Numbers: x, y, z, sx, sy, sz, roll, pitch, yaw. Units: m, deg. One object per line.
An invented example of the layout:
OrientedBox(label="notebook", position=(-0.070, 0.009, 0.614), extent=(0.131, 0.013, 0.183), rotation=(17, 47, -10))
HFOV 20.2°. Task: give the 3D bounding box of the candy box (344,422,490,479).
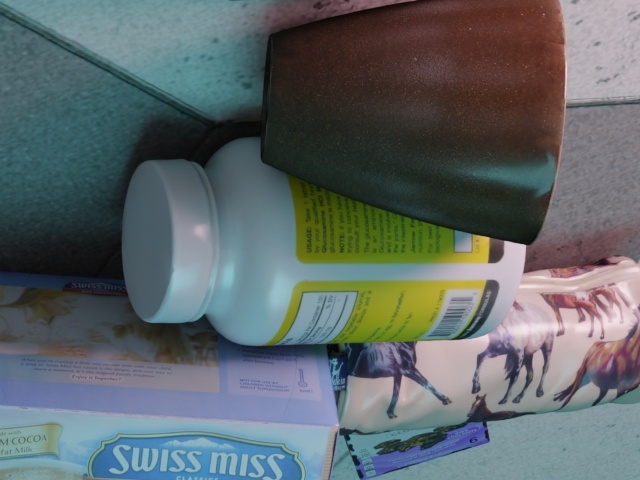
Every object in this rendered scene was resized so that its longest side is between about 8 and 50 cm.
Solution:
OrientedBox(label="candy box", position=(0.102, 0.188, 2.071), extent=(0.164, 0.070, 0.196), rotation=(-17, 149, 0))

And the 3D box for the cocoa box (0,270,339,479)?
OrientedBox(label="cocoa box", position=(-0.172, 0.185, 1.670), extent=(0.347, 0.231, 0.228), rotation=(5, 120, -8))

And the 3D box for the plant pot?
OrientedBox(label="plant pot", position=(0.068, -0.112, 1.495), extent=(0.230, 0.215, 0.215), rotation=(4, 145, -5))

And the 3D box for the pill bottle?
OrientedBox(label="pill bottle", position=(0.000, 0.000, 1.622), extent=(0.334, 0.188, 0.188), rotation=(0, 145, -25))

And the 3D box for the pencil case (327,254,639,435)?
OrientedBox(label="pencil case", position=(0.167, 0.103, 1.883), extent=(0.410, 0.160, 0.183), rotation=(-4, 132, -19))
